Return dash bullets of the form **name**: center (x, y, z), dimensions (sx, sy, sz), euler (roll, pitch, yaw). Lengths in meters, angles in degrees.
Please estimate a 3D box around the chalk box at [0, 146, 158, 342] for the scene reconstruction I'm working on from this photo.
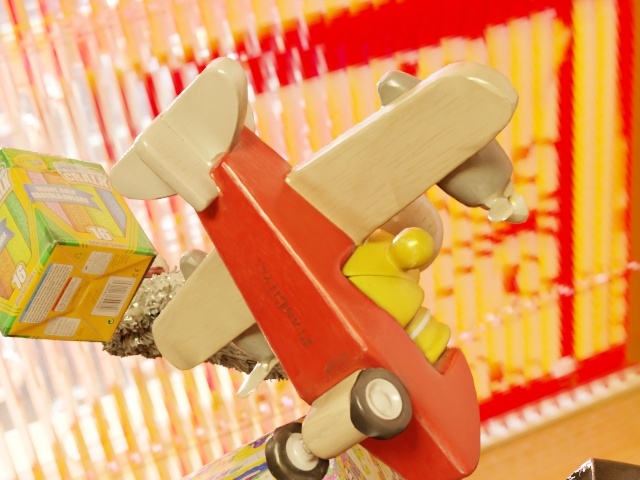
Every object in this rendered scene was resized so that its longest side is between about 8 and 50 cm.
- **chalk box**: center (-0.294, -0.009, 1.350), dimensions (0.213, 0.132, 0.132), euler (51, -60, 38)

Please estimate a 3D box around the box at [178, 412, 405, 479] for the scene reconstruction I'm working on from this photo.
- **box**: center (-0.055, 0.350, 1.489), dimensions (0.177, 0.290, 0.279), euler (61, 11, -5)

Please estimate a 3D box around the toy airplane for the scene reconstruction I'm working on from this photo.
- **toy airplane**: center (0.000, 0.000, 1.141), dimensions (0.386, 0.272, 0.384), euler (18, -63, 35)

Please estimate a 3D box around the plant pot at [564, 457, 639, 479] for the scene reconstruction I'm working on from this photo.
- **plant pot**: center (0.299, 0.329, 1.254), dimensions (0.188, 0.167, 0.187), euler (-51, -166, 31)

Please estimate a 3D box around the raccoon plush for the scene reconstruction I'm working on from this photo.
- **raccoon plush**: center (-0.138, 0.169, 1.901), dimensions (0.446, 0.299, 0.216), euler (47, -26, 34)
